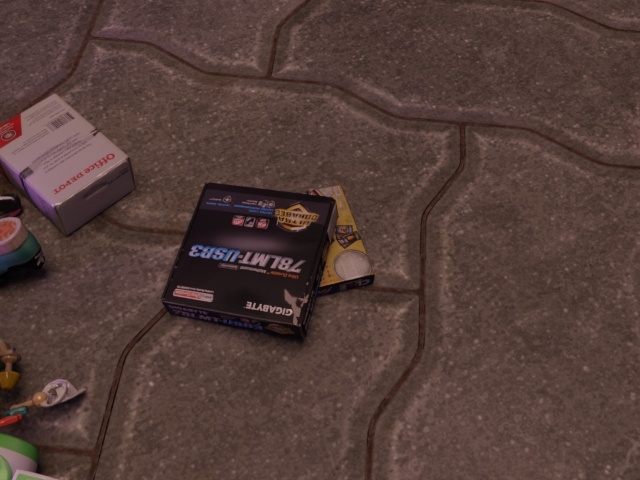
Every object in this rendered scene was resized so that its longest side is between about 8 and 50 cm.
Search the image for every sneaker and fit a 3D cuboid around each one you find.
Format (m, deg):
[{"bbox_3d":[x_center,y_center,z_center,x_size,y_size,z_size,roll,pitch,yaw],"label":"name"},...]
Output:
[{"bbox_3d":[-0.740,-0.083,1.587,0.178,0.072,0.077,-9,54,-10],"label":"sneaker"},{"bbox_3d":[-0.701,0.042,1.490,0.302,0.121,0.108,-9,44,17],"label":"sneaker"}]

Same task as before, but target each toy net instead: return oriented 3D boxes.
[{"bbox_3d":[-0.522,0.284,1.295,0.232,0.122,0.045,-15,90,-40],"label":"toy net"}]

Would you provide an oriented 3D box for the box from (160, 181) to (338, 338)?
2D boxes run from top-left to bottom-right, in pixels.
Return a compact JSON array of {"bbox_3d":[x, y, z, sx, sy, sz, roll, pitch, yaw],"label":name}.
[{"bbox_3d":[-0.137,0.032,1.500,0.295,0.073,0.294,9,60,14],"label":"box"}]

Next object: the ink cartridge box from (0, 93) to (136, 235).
[{"bbox_3d":[-0.571,-0.170,1.624,0.272,0.114,0.197,39,62,22],"label":"ink cartridge box"}]

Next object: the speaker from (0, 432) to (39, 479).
[{"bbox_3d":[-0.565,0.470,1.192,0.131,0.131,0.297,10,57,5],"label":"speaker"}]

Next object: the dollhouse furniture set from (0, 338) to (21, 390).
[{"bbox_3d":[-0.708,0.239,1.244,0.303,0.286,0.198,-11,58,3],"label":"dollhouse furniture set"}]

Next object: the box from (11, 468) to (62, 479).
[{"bbox_3d":[-0.425,0.514,1.104,0.126,0.231,0.262,13,57,6],"label":"box"}]

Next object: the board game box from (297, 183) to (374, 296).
[{"bbox_3d":[0.000,0.000,1.578,0.164,0.042,0.243,-12,58,-10],"label":"board game box"}]
